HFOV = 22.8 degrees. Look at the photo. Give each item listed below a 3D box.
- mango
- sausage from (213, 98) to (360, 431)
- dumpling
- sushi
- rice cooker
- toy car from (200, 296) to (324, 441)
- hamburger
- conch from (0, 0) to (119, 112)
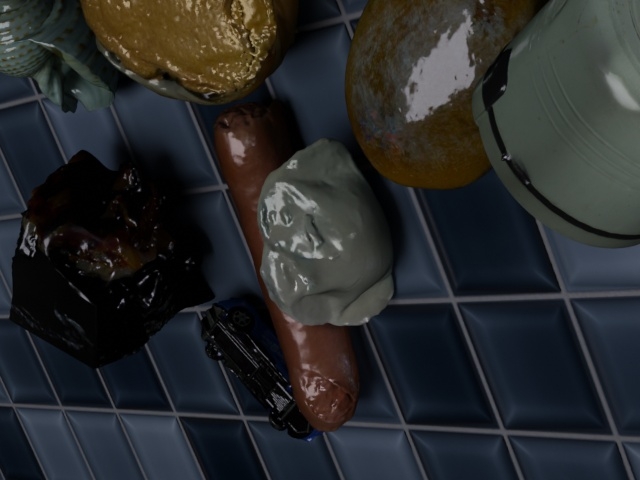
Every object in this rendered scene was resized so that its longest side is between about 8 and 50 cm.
[{"bbox_3d":[0.125,-0.188,1.486,0.193,0.146,0.316,35,124,27],"label":"mango"},{"bbox_3d":[-0.032,0.036,1.865,0.094,0.094,0.419,3,117,44],"label":"sausage"},{"bbox_3d":[0.000,0.000,1.760,0.124,0.151,0.229,-138,28,-67],"label":"dumpling"},{"bbox_3d":[-0.282,0.000,2.023,0.215,0.227,0.212,25,126,30],"label":"sushi"},{"bbox_3d":[0.259,-0.120,1.315,0.226,0.226,0.244,51,142,10],"label":"rice cooker"},{"bbox_3d":[-0.065,0.161,2.020,0.216,0.063,0.103,46,143,7],"label":"toy car"},{"bbox_3d":[-0.136,-0.291,1.695,0.318,0.158,0.318,28,133,34],"label":"hamburger"},{"bbox_3d":[-0.329,-0.252,1.977,0.172,0.131,0.200,1,159,25],"label":"conch"}]
